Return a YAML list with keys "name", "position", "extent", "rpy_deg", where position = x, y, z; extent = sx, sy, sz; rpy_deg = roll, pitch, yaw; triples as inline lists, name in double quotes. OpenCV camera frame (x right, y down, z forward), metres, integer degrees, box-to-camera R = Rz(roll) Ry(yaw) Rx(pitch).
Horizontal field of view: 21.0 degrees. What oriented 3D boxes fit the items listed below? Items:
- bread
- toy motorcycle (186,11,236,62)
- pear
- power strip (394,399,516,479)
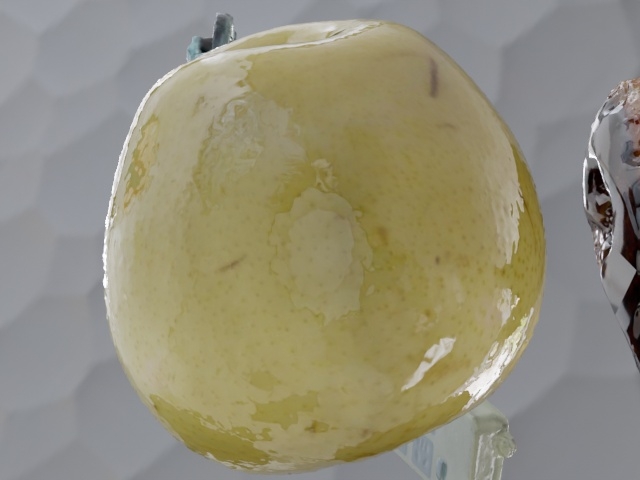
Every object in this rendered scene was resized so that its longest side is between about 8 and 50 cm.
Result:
- name: "bread"
  position: [0.242, -0.003, 1.202]
  extent: [0.269, 0.095, 0.139]
  rpy_deg: [-103, 13, -45]
- name: "toy motorcycle"
  position: [-0.109, -0.072, 1.673]
  extent: [0.154, 0.260, 0.206]
  rpy_deg: [7, -146, 1]
- name: "pear"
  position: [0.000, 0.000, 1.147]
  extent: [0.309, 0.309, 0.309]
  rpy_deg: [41, 178, 2]
- name: "power strip"
  position: [0.120, 0.194, 1.865]
  extent: [0.046, 0.118, 0.270]
  rpy_deg: [-3, -158, -27]
